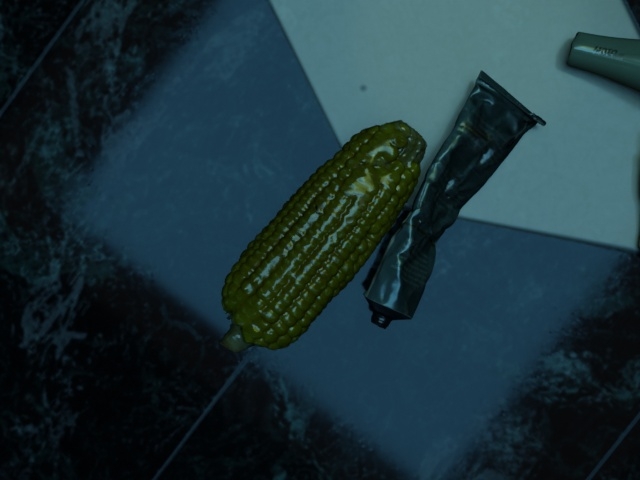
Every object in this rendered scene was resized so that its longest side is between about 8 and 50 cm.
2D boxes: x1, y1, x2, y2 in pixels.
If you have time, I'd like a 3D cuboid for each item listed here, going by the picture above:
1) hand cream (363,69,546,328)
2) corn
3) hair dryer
[{"bbox_3d":[0.115,-0.028,0.774,0.075,0.052,0.248,34,88,-42],"label":"hand cream"},{"bbox_3d":[0.000,0.000,0.771,0.097,0.097,0.261,41,92,0],"label":"corn"},{"bbox_3d":[0.285,-0.105,0.789,0.167,0.067,0.199,30,108,9],"label":"hair dryer"}]
